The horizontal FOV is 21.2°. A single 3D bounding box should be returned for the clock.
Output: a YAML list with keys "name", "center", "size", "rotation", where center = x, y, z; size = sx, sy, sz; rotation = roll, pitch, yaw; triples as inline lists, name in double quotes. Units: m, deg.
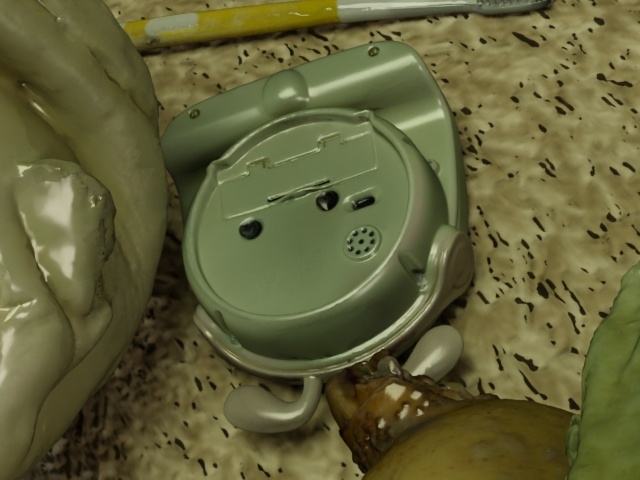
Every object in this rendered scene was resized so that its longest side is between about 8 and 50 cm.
- name: "clock"
  center: [0.000, 0.000, 0.849]
  size: [0.151, 0.062, 0.191]
  rotation: [-18, 54, 14]

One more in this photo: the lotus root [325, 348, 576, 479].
- name: "lotus root"
  center: [0.099, 0.160, 0.628]
  size: [0.151, 0.169, 0.342]
  rotation: [-51, 47, 27]

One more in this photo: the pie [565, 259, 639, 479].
- name: "pie"
  center: [0.217, 0.096, 0.578]
  size: [0.306, 0.071, 0.306]
  rotation: [9, 38, -7]

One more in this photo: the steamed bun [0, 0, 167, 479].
- name: "steamed bun"
  center: [-0.229, -0.051, 0.881]
  size: [0.346, 0.237, 0.394]
  rotation: [-42, 80, 23]

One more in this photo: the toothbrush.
- name: "toothbrush"
  center: [-0.010, -0.128, 0.960]
  size: [0.288, 0.024, 0.021]
  rotation: [-4, 60, 23]
